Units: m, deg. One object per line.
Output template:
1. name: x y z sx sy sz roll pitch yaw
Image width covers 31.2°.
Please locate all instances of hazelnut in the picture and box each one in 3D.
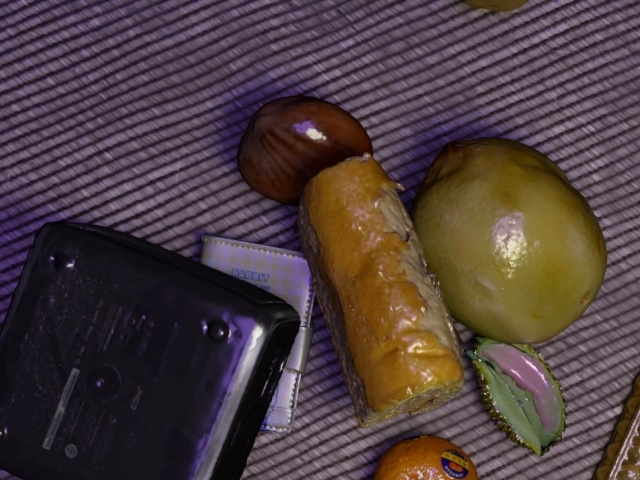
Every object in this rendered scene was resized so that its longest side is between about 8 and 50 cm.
1. hazelnut: -0.028 -0.157 1.858 0.210 0.186 0.210 10 124 16

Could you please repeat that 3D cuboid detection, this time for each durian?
1. durian: 0.319 0.248 1.910 0.137 0.095 0.221 -31 87 -39

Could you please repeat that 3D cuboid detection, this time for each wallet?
1. wallet: -0.125 0.157 1.900 0.223 0.077 0.310 11 90 1

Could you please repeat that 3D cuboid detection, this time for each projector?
1. projector: -0.293 0.208 1.768 0.405 0.242 0.395 22 93 12

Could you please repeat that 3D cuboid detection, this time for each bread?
1. bread: 0.087 0.075 1.728 0.165 0.236 0.375 -14 69 -16
2. bread: 0.528 0.346 1.918 0.077 0.084 0.368 25 87 -17

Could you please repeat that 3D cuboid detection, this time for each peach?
1. peach: 0.289 0.000 1.814 0.281 0.314 0.315 -32 128 18

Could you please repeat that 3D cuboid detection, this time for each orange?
1. orange: 0.171 0.405 1.865 0.177 0.155 0.178 1 80 -4

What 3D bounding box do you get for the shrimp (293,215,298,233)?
1. shrimp: 0.000 0.000 1.935 0.091 0.025 0.127 -3 84 -2

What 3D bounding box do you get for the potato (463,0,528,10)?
1. potato: 0.307 -0.537 1.910 0.173 0.140 0.300 4 89 5

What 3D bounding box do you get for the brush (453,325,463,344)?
1. brush: 0.132 0.185 1.886 0.197 0.123 0.059 -22 86 -4
